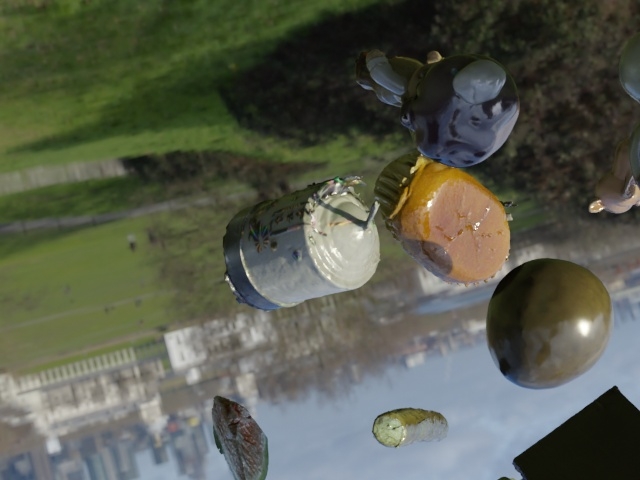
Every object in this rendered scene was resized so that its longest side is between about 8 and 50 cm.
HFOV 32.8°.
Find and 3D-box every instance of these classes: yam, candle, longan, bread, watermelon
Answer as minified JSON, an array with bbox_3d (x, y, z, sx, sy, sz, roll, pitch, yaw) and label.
[{"bbox_3d":[0.196,0.390,2.286,0.083,0.083,0.371,-18,167,18],"label":"yam"},{"bbox_3d":[0.000,0.000,1.743,0.330,0.187,0.187,-16,175,42],"label":"candle"},{"bbox_3d":[0.441,0.161,2.111,0.258,0.258,0.258,-16,173,-2],"label":"longan"},{"bbox_3d":[0.282,-0.039,2.422,0.388,0.236,0.183,27,-172,-39],"label":"bread"},{"bbox_3d":[-0.125,0.322,1.704,0.081,0.180,0.094,-28,148,-4],"label":"watermelon"}]

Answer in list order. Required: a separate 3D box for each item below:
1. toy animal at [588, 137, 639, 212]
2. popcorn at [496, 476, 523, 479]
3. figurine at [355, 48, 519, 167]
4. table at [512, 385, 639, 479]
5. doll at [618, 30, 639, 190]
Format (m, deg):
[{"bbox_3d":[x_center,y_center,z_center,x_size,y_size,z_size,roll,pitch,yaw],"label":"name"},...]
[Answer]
[{"bbox_3d":[0.482,-0.105,1.715,0.083,0.089,0.150,8,118,-43],"label":"toy animal"},{"bbox_3d":[0.306,0.514,1.630,0.274,0.335,0.279,-12,-152,-10],"label":"popcorn"},{"bbox_3d":[0.218,-0.283,1.992,0.218,0.365,0.206,20,113,-40],"label":"figurine"},{"bbox_3d":[0.378,0.327,1.335,0.169,0.172,0.193,-36,-154,-2],"label":"table"},{"bbox_3d":[0.552,-0.168,1.562,0.226,0.370,0.215,-7,145,24],"label":"doll"}]
